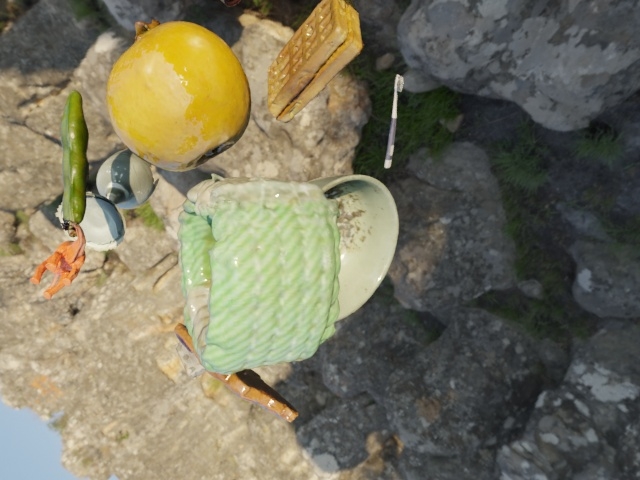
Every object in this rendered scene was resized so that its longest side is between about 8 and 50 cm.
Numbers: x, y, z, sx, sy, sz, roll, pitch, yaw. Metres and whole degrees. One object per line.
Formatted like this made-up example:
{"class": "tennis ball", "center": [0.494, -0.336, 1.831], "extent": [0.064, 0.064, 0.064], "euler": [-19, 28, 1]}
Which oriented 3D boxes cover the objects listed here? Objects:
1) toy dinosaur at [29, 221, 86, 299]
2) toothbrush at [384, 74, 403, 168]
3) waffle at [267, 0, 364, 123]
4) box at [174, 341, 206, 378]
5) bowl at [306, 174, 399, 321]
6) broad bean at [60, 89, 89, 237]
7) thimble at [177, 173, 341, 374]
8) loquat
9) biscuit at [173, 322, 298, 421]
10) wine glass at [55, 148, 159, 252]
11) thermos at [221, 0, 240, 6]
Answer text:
{"class": "toy dinosaur", "center": [-0.438, 0.047, 0.806], "extent": [0.055, 0.101, 0.280], "euler": [40, 128, -21]}
{"class": "toothbrush", "center": [0.214, -0.339, 1.404], "extent": [0.026, 0.024, 0.288], "euler": [-128, 31, -45]}
{"class": "waffle", "center": [-0.030, -0.492, 1.305], "extent": [0.098, 0.224, 0.328], "euler": [26, 136, -32]}
{"class": "box", "center": [-0.321, 0.294, 1.215], "extent": [0.098, 0.062, 0.045], "euler": [55, 172, 23]}
{"class": "bowl", "center": [0.000, 0.000, 0.910], "extent": [0.146, 0.289, 0.289], "euler": [26, 152, 43]}
{"class": "broad bean", "center": [-0.429, -0.134, 0.838], "extent": [0.060, 0.043, 0.297], "euler": [112, 150, -68]}
{"class": "thimble", "center": [-0.070, 0.030, 0.533], "extent": [0.219, 0.150, 0.218], "euler": [177, 90, -66]}
{"class": "loquat", "center": [-0.263, -0.279, 0.908], "extent": [0.275, 0.275, 0.275], "euler": [43, 162, 18]}
{"class": "biscuit", "center": [-0.159, 0.239, 0.867], "extent": [0.280, 0.043, 0.183], "euler": [31, 168, 10]}
{"class": "wine glass", "center": [-0.470, -0.113, 1.109], "extent": [0.143, 0.144, 0.321], "euler": [59, -164, -29]}
{"class": "thermos", "center": [-0.310, -0.764, 1.322], "extent": [0.232, 0.099, 0.124], "euler": [45, 127, 5]}
